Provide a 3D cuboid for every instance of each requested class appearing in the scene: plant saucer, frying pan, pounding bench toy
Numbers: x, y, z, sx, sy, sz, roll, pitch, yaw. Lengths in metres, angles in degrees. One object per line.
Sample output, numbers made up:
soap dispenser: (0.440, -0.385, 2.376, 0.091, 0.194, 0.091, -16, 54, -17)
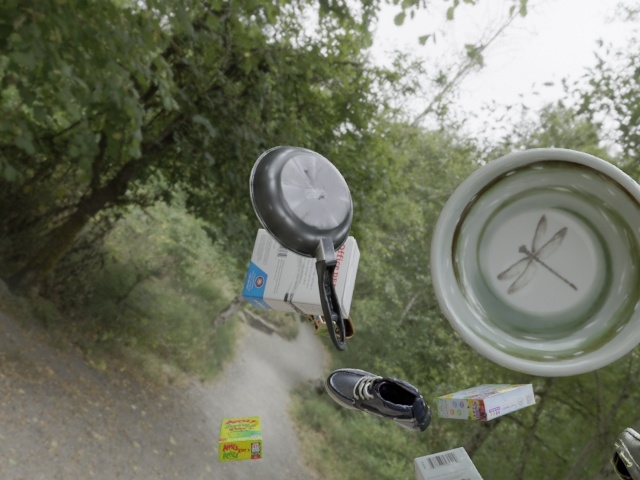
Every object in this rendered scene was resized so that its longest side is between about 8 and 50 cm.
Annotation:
plant saucer: (0.403, 0.038, 1.010, 0.400, 0.400, 0.100, 38, 4, 14)
frying pan: (-0.024, -0.011, 0.857, 0.197, 0.326, 0.053, 20, -33, -30)
pounding bench toy: (0.014, 0.180, 1.351, 0.052, 0.083, 0.065, 3, 50, -34)

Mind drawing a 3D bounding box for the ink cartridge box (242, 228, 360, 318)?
ink cartridge box: (-0.035, 0.066, 1.104, 0.203, 0.148, 0.086, 6, -22, 16)

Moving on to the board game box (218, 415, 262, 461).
board game box: (-0.180, 0.445, 1.256, 0.092, 0.043, 0.181, -2, -2, -8)

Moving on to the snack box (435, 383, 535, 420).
snack box: (0.281, 0.273, 0.944, 0.141, 0.037, 0.100, 0, -12, -39)

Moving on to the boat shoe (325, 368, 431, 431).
boat shoe: (0.150, 0.428, 1.599, 0.340, 0.127, 0.158, 12, -33, 29)

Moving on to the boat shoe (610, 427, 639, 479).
boat shoe: (0.707, 0.496, 1.251, 0.109, 0.091, 0.305, 60, 5, 21)

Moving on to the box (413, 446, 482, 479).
box: (0.237, 0.455, 1.021, 0.102, 0.101, 0.087, -116, -165, -71)

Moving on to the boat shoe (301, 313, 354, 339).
boat shoe: (0.000, 0.195, 1.661, 0.119, 0.123, 0.324, 18, -20, 49)
